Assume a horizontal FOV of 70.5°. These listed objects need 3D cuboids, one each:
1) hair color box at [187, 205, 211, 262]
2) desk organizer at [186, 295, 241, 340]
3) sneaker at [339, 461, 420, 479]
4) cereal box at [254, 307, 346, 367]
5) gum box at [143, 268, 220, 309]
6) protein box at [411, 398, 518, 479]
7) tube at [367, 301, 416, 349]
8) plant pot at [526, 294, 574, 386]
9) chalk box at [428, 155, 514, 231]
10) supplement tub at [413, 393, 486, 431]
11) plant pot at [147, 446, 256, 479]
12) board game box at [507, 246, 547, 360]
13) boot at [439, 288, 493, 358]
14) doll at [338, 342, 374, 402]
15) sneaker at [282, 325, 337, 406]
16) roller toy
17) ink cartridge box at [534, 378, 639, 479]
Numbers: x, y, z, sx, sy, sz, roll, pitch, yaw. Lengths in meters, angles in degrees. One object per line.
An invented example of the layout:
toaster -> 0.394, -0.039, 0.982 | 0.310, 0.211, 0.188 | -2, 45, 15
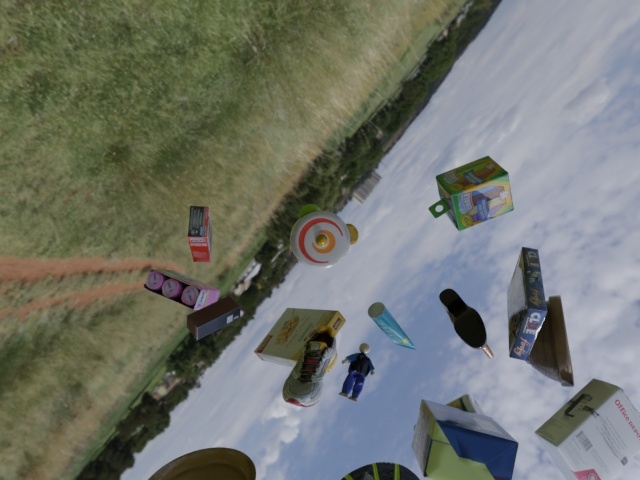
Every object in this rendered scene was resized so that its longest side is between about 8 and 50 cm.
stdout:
hair color box -> -0.324, -0.013, 1.227 | 0.167, 0.053, 0.093 | 108, -19, -64
desk organizer -> -0.269, 0.193, 1.146 | 0.130, 0.050, 0.047 | -24, 139, -39
sneaker -> 0.030, 0.538, 0.815 | 0.384, 0.145, 0.147 | -18, 143, -29
cereal box -> -0.062, 0.263, 1.240 | 0.240, 0.047, 0.173 | -8, -144, 51
gum box -> -0.398, 0.137, 1.297 | 0.062, 0.188, 0.107 | -71, 161, -1
protein box -> 0.354, 0.516, 1.145 | 0.201, 0.199, 0.136 | 60, 43, -84
tube -> 0.205, 0.255, 1.309 | 0.080, 0.207, 0.052 | 12, -121, 47
plant pot -> 0.602, 0.268, 1.210 | 0.109, 0.238, 0.237 | -9, -154, 28
chalk box -> 0.414, -0.128, 1.291 | 0.212, 0.132, 0.132 | -21, -147, 4
supplement tub -> 0.400, 0.571, 1.369 | 0.199, 0.144, 0.144 | -34, -172, 14
plant pot -> -0.244, 0.502, 0.903 | 0.236, 0.033, 0.236 | -6, -170, 1
board game box -> 0.508, 0.151, 1.128 | 0.243, 0.042, 0.165 | -62, 158, -51
boot -> 0.523, 0.330, 1.549 | 0.096, 0.280, 0.264 | -37, -148, 2
doll -> 0.120, 0.427, 1.492 | 0.046, 0.129, 0.189 | -24, -141, 63
sneaker -> -0.024, 0.274, 1.008 | 0.225, 0.087, 0.093 | -57, 153, -57
roller toy -> 0.000, 0.000, 1.475 | 0.191, 0.209, 0.146 | -61, -174, -1
ink cartridge box -> 0.659, 0.469, 1.095 | 0.217, 0.159, 0.092 | -35, -176, -9
